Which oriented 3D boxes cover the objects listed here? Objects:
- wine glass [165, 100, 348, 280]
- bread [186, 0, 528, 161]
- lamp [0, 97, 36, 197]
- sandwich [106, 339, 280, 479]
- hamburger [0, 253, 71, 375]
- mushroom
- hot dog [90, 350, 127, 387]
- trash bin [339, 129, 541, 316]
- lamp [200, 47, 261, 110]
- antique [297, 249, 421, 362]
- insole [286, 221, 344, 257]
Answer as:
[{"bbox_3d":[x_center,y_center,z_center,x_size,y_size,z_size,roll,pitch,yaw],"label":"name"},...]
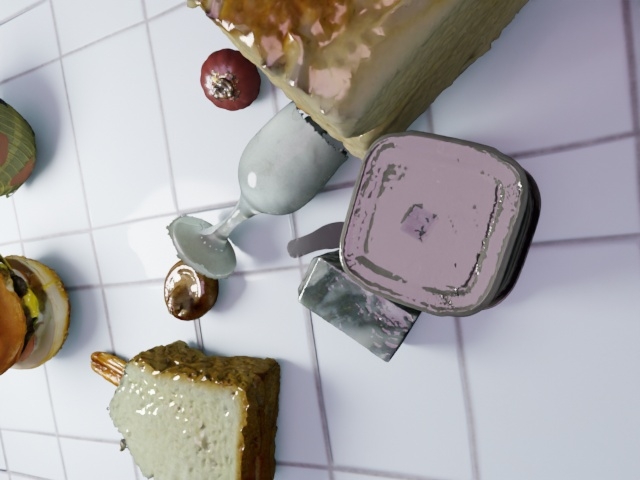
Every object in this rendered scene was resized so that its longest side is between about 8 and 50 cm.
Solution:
[{"bbox_3d":[-0.101,-0.075,0.701,0.321,0.143,0.143,-38,81,24],"label":"wine glass"},{"bbox_3d":[0.033,-0.340,0.479,0.371,0.279,0.390,43,93,12],"label":"bread"},{"bbox_3d":[-0.748,-0.219,0.926,0.250,0.250,0.284,-29,66,24],"label":"lamp"},{"bbox_3d":[-0.238,0.334,0.821,0.326,0.131,0.262,6,100,21],"label":"sandwich"},{"bbox_3d":[-0.702,0.163,0.952,0.291,0.225,0.290,1,94,17],"label":"hamburger"},{"bbox_3d":[-0.242,0.093,0.817,0.126,0.085,0.109,-29,50,26],"label":"mushroom"},{"bbox_3d":[-0.451,0.283,0.958,0.144,0.038,0.062,18,106,23],"label":"hot dog"},{"bbox_3d":[0.147,-0.016,0.539,0.220,0.250,0.219,17,97,21],"label":"trash bin"},{"bbox_3d":[-0.149,-0.266,0.725,0.101,0.090,0.101,2,129,2],"label":"lamp"},{"bbox_3d":[0.058,0.092,0.680,0.183,0.088,0.086,32,108,18],"label":"antique"},{"bbox_3d":[0.000,0.000,0.740,0.135,0.002,0.045,-20,87,25],"label":"insole"}]
